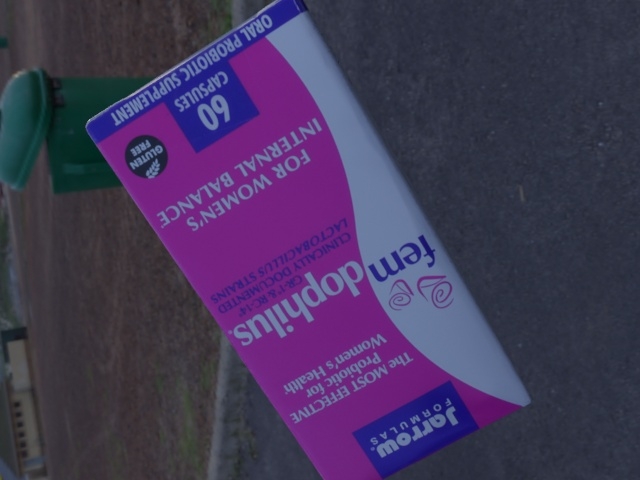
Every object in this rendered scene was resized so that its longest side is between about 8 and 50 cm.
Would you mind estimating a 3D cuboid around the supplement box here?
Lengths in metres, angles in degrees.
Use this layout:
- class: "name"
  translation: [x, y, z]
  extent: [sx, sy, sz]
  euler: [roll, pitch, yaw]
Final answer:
- class: "supplement box"
  translation: [0.000, 0.000, 0.385]
  extent: [0.220, 0.111, 0.114]
  euler: [57, -172, -13]

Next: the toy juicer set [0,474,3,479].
- class: "toy juicer set"
  translation: [-0.331, 0.296, 0.521]
  extent: [0.329, 0.209, 0.089]
  euler: [-130, 37, -56]
